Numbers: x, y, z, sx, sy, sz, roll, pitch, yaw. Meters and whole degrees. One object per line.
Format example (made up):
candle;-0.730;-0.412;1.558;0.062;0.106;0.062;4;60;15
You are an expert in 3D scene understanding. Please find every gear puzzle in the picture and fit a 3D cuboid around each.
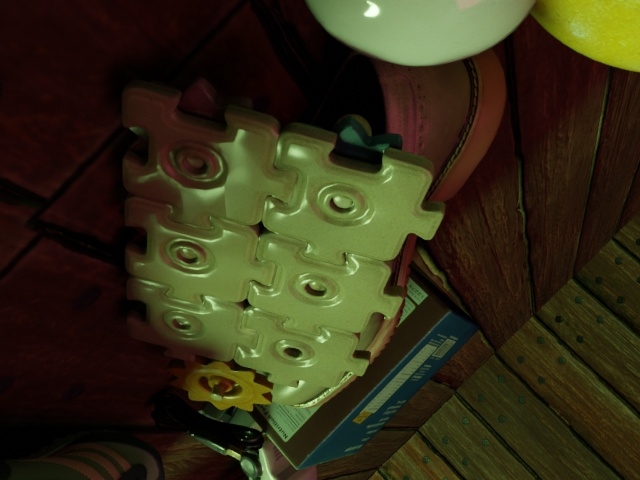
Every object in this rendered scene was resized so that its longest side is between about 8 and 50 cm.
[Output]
gear puzzle;-0.042;0.033;0.495;0.339;0.175;0.044;107;-4;-51

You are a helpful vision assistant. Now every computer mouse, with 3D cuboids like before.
computer mouse;-0.087;0.172;0.756;0.193;0.106;0.042;19;88;-79

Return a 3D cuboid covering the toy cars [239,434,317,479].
toy cars;-0.086;0.425;0.998;0.176;0.087;0.394;34;78;-53

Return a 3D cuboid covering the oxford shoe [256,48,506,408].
oxford shoe;0.000;0.000;0.556;0.130;0.123;0.348;-10;132;-44

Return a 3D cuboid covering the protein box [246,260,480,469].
protein box;0.034;0.106;0.760;0.201;0.136;0.200;-47;159;6

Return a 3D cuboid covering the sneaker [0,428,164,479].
sneaker;-0.183;0.213;0.547;0.319;0.131;0.112;25;81;-69

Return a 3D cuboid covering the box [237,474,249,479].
box;-0.190;0.456;1.059;0.275;0.094;0.113;-21;147;-45

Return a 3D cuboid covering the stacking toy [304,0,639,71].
stacking toy;0.216;-0.197;0.388;0.479;0.351;0.351;-22;153;-13
